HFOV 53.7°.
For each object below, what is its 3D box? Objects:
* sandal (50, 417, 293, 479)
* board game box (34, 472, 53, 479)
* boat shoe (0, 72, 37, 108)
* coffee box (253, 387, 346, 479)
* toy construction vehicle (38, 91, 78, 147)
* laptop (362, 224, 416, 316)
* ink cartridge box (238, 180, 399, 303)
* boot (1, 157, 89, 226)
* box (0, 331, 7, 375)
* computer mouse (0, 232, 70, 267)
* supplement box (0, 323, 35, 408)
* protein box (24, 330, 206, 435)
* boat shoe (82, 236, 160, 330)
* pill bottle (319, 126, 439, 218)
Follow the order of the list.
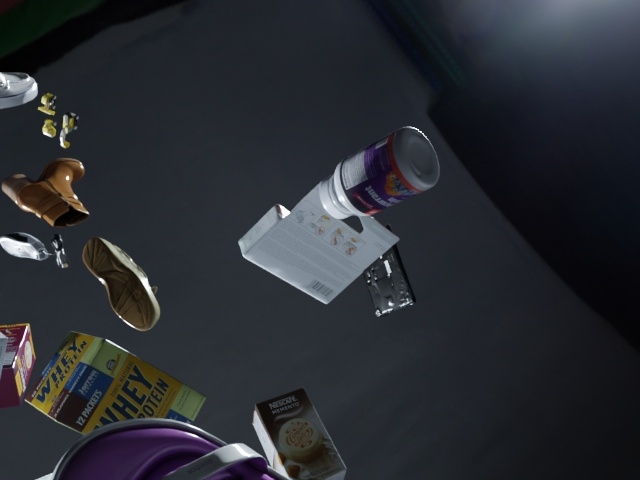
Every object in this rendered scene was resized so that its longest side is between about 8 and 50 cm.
[{"bbox_3d":[-0.125,0.328,0.801,0.102,0.416,0.169,-24,48,45],"label":"sandal"},{"bbox_3d":[-0.376,0.532,1.026,0.050,0.390,0.390,-63,-12,-2],"label":"board game box"},{"bbox_3d":[-0.662,-0.309,1.226,0.267,0.096,0.088,-36,-36,-57],"label":"boat shoe"},{"bbox_3d":[-0.057,0.505,1.555,0.141,0.246,0.098,-14,-44,-23],"label":"coffee box"},{"bbox_3d":[-0.577,-0.260,1.376,0.098,0.086,0.035,-66,-4,30],"label":"toy construction vehicle"},{"bbox_3d":[0.200,0.097,1.886,0.137,0.234,0.264,-11,-13,-38],"label":"laptop"},{"bbox_3d":[0.000,0.000,1.389,0.239,0.275,0.060,-44,40,16],"label":"ink cartridge box"},{"bbox_3d":[-0.769,-0.143,1.898,0.283,0.220,0.109,-29,-33,-60],"label":"boot"},{"bbox_3d":[-0.634,0.231,1.056,0.186,0.038,0.145,5,-78,-52],"label":"box"},{"bbox_3d":[-0.719,0.012,1.592,0.106,0.193,0.042,85,-158,-45],"label":"computer mouse"},{"bbox_3d":[-0.706,0.280,1.422,0.081,0.104,0.188,-4,24,-13],"label":"supplement box"},{"bbox_3d":[-0.342,0.262,1.052,0.200,0.201,0.135,-4,53,53],"label":"protein box"},{"bbox_3d":[-0.460,0.099,1.517,0.104,0.285,0.089,-47,-24,13],"label":"boat shoe"},{"bbox_3d":[0.092,-0.105,1.063,0.194,0.108,0.108,-24,13,41],"label":"pill bottle"}]
